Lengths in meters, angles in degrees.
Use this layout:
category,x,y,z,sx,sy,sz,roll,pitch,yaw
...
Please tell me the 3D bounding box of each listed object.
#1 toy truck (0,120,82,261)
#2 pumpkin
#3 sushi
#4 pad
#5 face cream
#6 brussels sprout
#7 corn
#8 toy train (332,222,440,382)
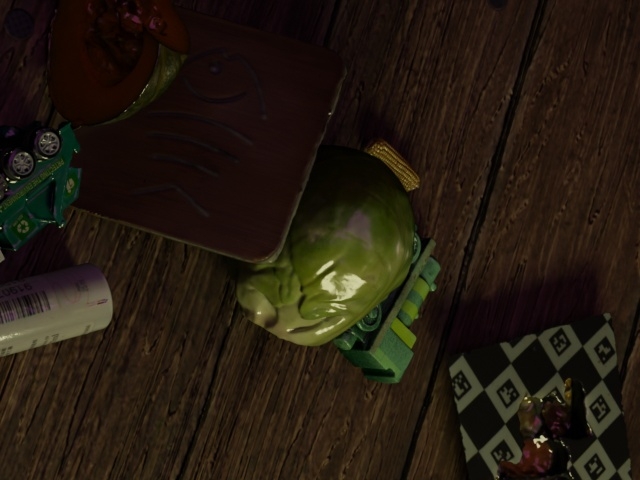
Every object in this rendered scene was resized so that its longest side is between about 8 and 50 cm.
category,x,y,z,sx,sy,sz,roll,pitch,yaw
toy truck,-0.355,-0.040,1.796,0.216,0.110,0.116,-44,118,-28
pumpkin,-0.250,-0.232,1.890,0.111,0.163,0.278,17,34,-52
sushi,0.290,0.263,2.193,0.294,0.059,0.292,-9,90,-32
pad,-0.141,-0.133,1.891,0.286,0.018,0.284,17,72,10
face cream,-0.364,0.091,1.788,0.269,0.082,0.082,-15,93,-33
brussels sprout,0.000,0.000,1.950,0.244,0.244,0.244,4,83,-32
corn,0.094,-0.100,2.122,0.092,0.037,0.037,44,64,-19
toy train,0.086,0.071,2.079,0.132,0.083,0.200,47,63,-31
